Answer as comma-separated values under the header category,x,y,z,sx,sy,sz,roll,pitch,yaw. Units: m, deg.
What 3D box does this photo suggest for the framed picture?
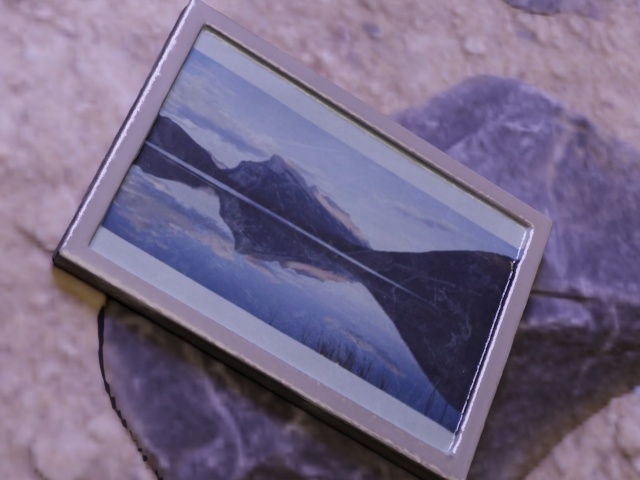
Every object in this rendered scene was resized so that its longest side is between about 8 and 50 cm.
category,x,y,z,sx,sy,sz,roll,pitch,yaw
framed picture,0.000,0.000,0.739,0.203,0.015,0.150,32,57,-13
